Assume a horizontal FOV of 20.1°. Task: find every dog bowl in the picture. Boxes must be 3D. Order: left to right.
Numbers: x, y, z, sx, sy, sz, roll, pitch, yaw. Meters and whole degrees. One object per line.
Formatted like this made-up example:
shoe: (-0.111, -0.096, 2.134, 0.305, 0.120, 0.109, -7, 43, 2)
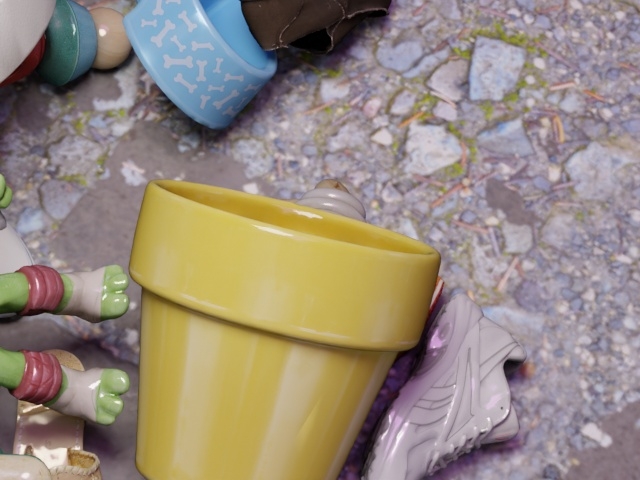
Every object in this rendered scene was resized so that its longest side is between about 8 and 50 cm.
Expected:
dog bowl: (-0.131, -0.249, 1.722, 0.074, 0.166, 0.297, -31, 64, 21)

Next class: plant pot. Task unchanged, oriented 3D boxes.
plant pot: (-0.050, 0.093, 1.499, 0.254, 0.254, 0.239, 15, 95, 0)

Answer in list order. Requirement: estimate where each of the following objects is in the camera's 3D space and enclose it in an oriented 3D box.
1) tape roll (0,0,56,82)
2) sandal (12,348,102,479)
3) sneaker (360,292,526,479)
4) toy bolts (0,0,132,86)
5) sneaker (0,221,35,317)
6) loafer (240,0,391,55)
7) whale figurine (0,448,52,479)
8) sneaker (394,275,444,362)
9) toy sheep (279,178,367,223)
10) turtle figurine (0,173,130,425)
tape roll: (-0.413, -0.211, 1.497, 0.392, 0.072, 0.392, -5, 44, 5)
sandal: (-0.226, 0.195, 1.526, 0.088, 0.079, 0.240, -2, 63, -9)
sneaker: (0.116, 0.158, 1.591, 0.115, 0.090, 0.232, 29, 63, 4)
toy bolts: (-0.253, -0.265, 1.713, 0.158, 0.218, 0.229, -7, 77, -38)
sneaker: (-0.352, -0.036, 1.624, 0.258, 0.091, 0.094, 43, 65, 15)
loafer: (-0.006, -0.218, 1.749, 0.220, 0.080, 0.078, -12, 102, -51)
whale figurine: (-0.279, 0.253, 1.460, 0.272, 0.141, 0.216, 37, 103, -1)
sneaker: (0.049, 0.085, 1.631, 0.067, 0.064, 0.175, 39, 63, 12)
toy sheep: (0.000, 0.000, 1.660, 0.091, 0.091, 0.132, 11, 62, -2)
turtle figurine: (-0.254, 0.053, 1.422, 0.266, 0.275, 0.198, 14, 35, -42)
